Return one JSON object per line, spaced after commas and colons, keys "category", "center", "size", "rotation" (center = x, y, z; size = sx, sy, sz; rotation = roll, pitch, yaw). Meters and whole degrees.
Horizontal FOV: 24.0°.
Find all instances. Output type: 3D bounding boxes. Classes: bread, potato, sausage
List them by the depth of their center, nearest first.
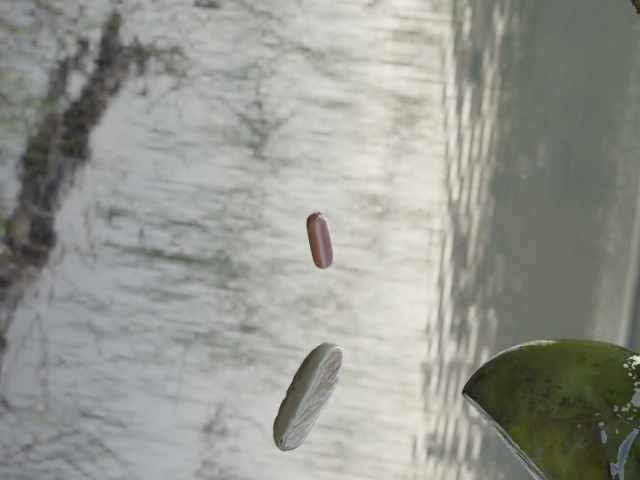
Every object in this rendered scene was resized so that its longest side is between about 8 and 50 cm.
{"category": "potato", "center": [0.299, 0.229, 1.919], "size": [0.112, 0.255, 0.269], "rotation": [79, 36, -68]}
{"category": "sausage", "center": [0.000, 0.000, 2.149], "size": [0.034, 0.034, 0.083], "rotation": [-58, 141, -62]}
{"category": "bread", "center": [-0.021, 0.235, 2.308], "size": [0.073, 0.053, 0.214], "rotation": [-3, 129, -41]}

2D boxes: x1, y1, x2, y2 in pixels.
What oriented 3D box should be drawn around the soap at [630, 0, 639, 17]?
{"category": "soap", "center": [0.515, -0.203, 1.652], "size": [0.169, 0.304, 0.339], "rotation": [-58, -151, 31]}
